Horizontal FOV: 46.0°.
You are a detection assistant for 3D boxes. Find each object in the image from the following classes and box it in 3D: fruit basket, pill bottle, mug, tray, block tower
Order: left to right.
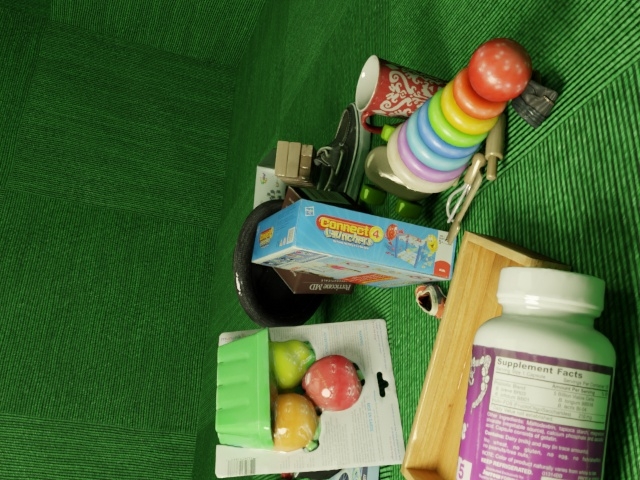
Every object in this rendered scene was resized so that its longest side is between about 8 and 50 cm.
[{"bbox_3d":[-0.049,-0.190,2.039,0.335,0.090,0.097,18,-101,-83],"label":"block tower"},{"bbox_3d":[-0.028,0.306,1.484,0.166,0.352,0.327,95,172,-48],"label":"fruit basket"},{"bbox_3d":[0.162,-0.285,1.506,0.150,0.169,0.113,139,139,-64],"label":"mug"},{"bbox_3d":[0.237,0.208,1.126,0.203,0.076,0.411,-143,66,-71],"label":"tray"},{"bbox_3d":[0.260,0.189,0.903,0.169,0.169,0.302,167,113,-71],"label":"pill bottle"}]

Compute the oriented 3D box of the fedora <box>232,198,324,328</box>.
[{"bbox_3d":[-0.127,0.063,1.942,0.152,0.333,0.334,-2,77,52],"label":"fedora"}]

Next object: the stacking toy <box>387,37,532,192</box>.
[{"bbox_3d":[0.226,-0.203,1.185,0.330,0.141,0.141,128,148,-62],"label":"stacking toy"}]

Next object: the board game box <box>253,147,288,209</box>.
[{"bbox_3d":[-0.133,-0.098,2.239,0.224,0.097,0.304,-64,-17,-67],"label":"board game box"}]

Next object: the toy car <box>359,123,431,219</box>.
[{"bbox_3d":[0.174,-0.147,1.524,0.188,0.148,0.155,-40,-30,-71],"label":"toy car"}]

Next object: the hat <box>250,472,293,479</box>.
[{"bbox_3d":[-0.066,0.632,1.903,0.209,0.183,0.173,61,174,-10],"label":"hat"}]

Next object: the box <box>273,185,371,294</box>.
[{"bbox_3d":[0.000,0.000,1.786,0.167,0.168,0.203,45,124,49],"label":"box"}]

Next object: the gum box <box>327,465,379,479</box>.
[{"bbox_3d":[0.056,0.535,1.503,0.184,0.041,0.157,126,159,-50],"label":"gum box"}]

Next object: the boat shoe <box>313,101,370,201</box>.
[{"bbox_3d":[0.044,-0.194,1.906,0.121,0.119,0.336,178,103,-72],"label":"boat shoe"}]

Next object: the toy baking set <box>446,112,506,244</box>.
[{"bbox_3d":[0.268,-0.126,1.314,0.197,0.030,0.256,121,161,-61],"label":"toy baking set"}]

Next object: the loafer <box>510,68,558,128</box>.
[{"bbox_3d":[0.322,-0.241,1.181,0.061,0.062,0.170,-47,36,24],"label":"loafer"}]

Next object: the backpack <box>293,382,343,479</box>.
[{"bbox_3d":[-0.016,0.372,1.646,0.225,0.190,0.254,111,167,-52],"label":"backpack"}]

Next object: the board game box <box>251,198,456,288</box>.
[{"bbox_3d":[0.053,0.017,1.441,0.308,0.301,0.086,161,119,-70],"label":"board game box"}]

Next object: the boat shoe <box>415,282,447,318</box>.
[{"bbox_3d":[0.197,0.108,1.364,0.137,0.043,0.049,-132,54,-70],"label":"boat shoe"}]
